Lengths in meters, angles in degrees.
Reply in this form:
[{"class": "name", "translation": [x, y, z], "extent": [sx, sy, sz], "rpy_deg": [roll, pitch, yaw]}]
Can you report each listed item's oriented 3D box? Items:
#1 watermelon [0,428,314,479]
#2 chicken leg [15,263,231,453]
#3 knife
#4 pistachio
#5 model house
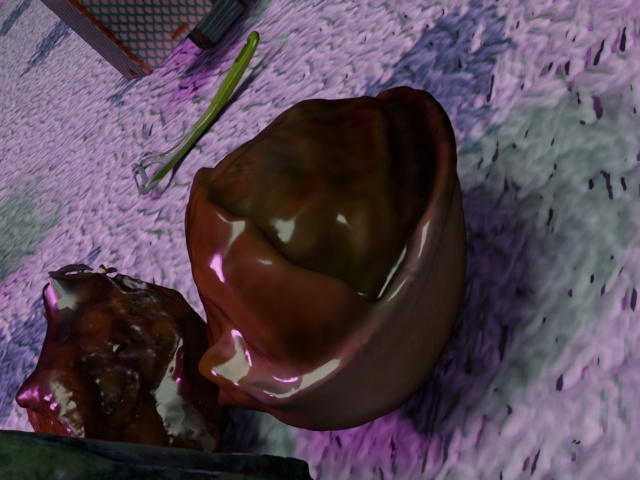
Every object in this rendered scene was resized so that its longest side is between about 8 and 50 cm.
[{"class": "watermelon", "translation": [-0.110, 0.091, 0.467], "extent": [0.207, 0.136, 0.202], "rpy_deg": [-18, 41, -28]}, {"class": "chicken leg", "translation": [-0.088, 0.118, 0.582], "extent": [0.304, 0.113, 0.093], "rpy_deg": [-107, 31, -59]}, {"class": "knife", "translation": [-0.101, -0.108, 1.051], "extent": [0.166, 0.022, 0.078], "rpy_deg": [-49, 29, 7]}, {"class": "pistachio", "translation": [0.000, 0.000, 0.568], "extent": [0.165, 0.130, 0.210], "rpy_deg": [-42, 15, 26]}, {"class": "model house", "translation": [-0.163, -0.250, 1.182], "extent": [0.271, 0.178, 0.206], "rpy_deg": [-29, 25, 36]}]
